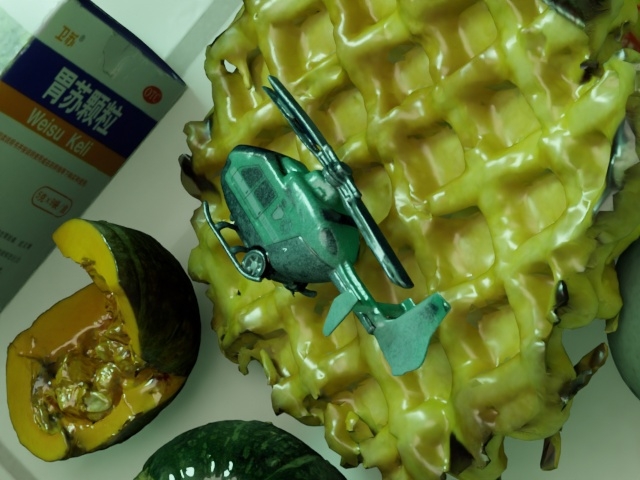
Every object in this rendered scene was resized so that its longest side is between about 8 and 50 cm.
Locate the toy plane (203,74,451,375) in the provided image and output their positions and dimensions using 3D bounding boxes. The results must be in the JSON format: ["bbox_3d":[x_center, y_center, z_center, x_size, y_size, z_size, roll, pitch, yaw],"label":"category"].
[{"bbox_3d":[0.000,0.000,1.179,0.096,0.060,0.235,-48,53,19],"label":"toy plane"}]

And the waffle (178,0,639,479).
[{"bbox_3d":[0.055,-0.039,1.216,0.382,0.095,0.380,33,111,42],"label":"waffle"}]

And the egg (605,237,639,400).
[{"bbox_3d":[0.281,0.018,1.144,0.236,0.169,0.169,-35,66,10],"label":"egg"}]

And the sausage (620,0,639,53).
[{"bbox_3d":[0.229,-0.184,1.244,0.347,0.123,0.123,-48,65,3],"label":"sausage"}]

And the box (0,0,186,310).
[{"bbox_3d":[-0.260,-0.056,1.358,0.106,0.200,0.299,43,93,24],"label":"box"}]

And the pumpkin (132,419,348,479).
[{"bbox_3d":[-0.058,0.213,1.237,0.190,0.146,0.190,-1,87,20],"label":"pumpkin"}]

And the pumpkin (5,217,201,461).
[{"bbox_3d":[-0.143,0.069,1.328,0.119,0.107,0.183,53,128,30],"label":"pumpkin"}]
